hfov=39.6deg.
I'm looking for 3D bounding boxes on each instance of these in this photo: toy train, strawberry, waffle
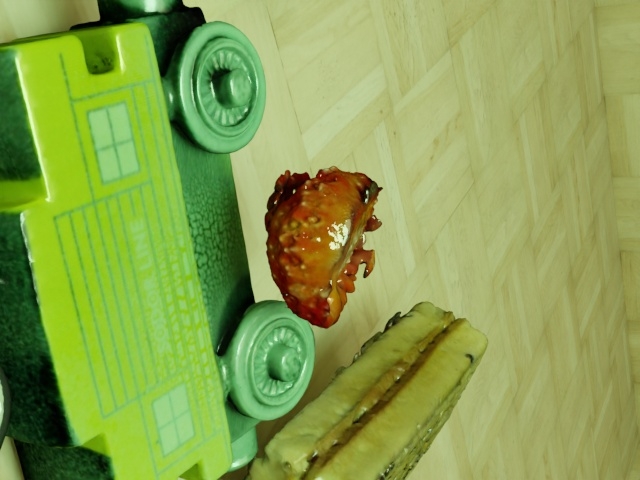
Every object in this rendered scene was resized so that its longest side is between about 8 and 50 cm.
[{"bbox_3d":[-0.156,0.015,0.698,0.272,0.179,0.442,-28,116,-48],"label":"toy train"},{"bbox_3d":[0.000,0.000,0.709,0.188,0.082,0.121,-19,124,-80],"label":"strawberry"},{"bbox_3d":[0.034,0.245,0.989,0.376,0.114,0.261,-33,153,-54],"label":"waffle"}]

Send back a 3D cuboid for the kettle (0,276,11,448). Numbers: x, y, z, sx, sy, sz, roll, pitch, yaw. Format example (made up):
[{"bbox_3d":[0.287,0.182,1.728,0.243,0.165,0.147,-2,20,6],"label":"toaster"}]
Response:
[{"bbox_3d":[-0.277,0.091,0.474,0.240,0.165,0.255,32,64,-43],"label":"kettle"}]
